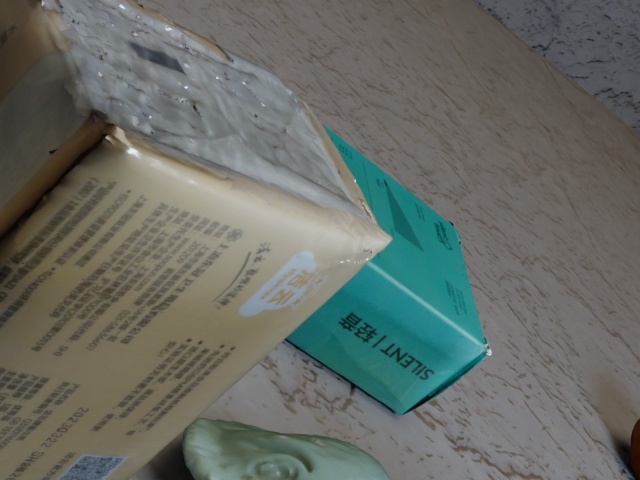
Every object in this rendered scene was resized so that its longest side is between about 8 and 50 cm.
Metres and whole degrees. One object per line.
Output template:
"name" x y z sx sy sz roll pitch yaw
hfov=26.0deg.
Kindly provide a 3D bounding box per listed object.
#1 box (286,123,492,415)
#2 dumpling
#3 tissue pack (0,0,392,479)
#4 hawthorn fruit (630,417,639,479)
"box" 0.000 0.000 1.284 0.311 0.118 0.205 35 27 -26
"dumpling" -0.028 0.187 0.970 0.219 0.153 0.108 30 68 -68
"tissue pack" -0.163 -0.002 0.742 0.238 0.305 0.238 38 24 -21
"hawthorn fruit" 0.426 0.254 1.655 0.125 0.140 0.125 9 67 -21
